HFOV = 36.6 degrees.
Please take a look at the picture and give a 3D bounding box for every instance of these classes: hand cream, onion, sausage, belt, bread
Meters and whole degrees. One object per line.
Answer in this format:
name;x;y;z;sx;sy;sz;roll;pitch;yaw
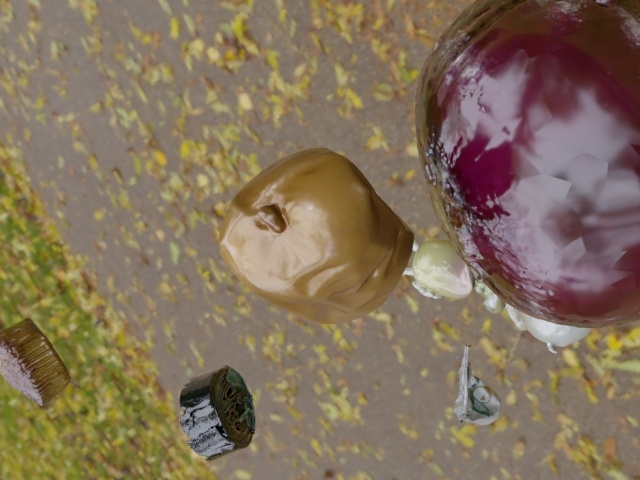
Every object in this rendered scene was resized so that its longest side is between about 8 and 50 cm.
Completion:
hand cream;0.198;0.199;1.249;0.050;0.084;0.257;3;164;19
onion;0.244;-0.070;0.862;0.260;0.282;0.336;-127;17;-72
sausage;0.001;0.000;0.803;0.120;0.136;0.241;46;179;21
belt;-0.123;0.212;1.195;0.058;0.140;0.105;-22;99;13
bread;-0.281;0.120;0.934;0.085;0.053;0.085;46;158;25

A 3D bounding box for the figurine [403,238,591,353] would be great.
figurine;0.346;0.070;1.874;0.394;0.226;0.274;14;172;19
